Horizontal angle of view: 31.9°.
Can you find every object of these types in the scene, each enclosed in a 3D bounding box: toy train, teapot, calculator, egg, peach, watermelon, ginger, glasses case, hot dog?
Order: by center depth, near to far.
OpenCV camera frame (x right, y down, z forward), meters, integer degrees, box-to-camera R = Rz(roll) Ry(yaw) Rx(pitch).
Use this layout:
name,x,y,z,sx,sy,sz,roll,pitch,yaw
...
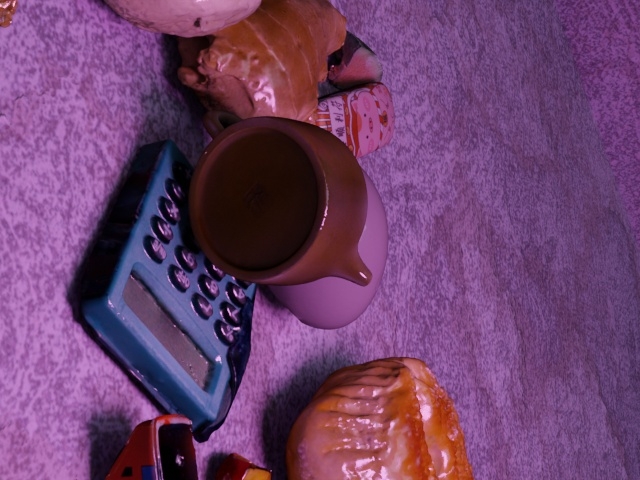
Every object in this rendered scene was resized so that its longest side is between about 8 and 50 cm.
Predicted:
name,x,y,z,sx,sy,sz,roll,pitch,yaw
toy train,-0.157,0.382,1.109,0.086,0.089,0.410,10,71,-65
calculator,-0.153,0.049,1.262,0.248,0.058,0.274,56,35,-38
teapot,-0.038,-0.050,1.267,0.268,0.185,0.175,52,19,20
peach,-0.092,0.276,1.300,0.083,0.050,0.077,-37,137,-49
egg,0.000,0.000,1.436,0.176,0.176,0.232,-26,113,-61
hot dog,0.086,0.339,1.470,0.367,0.196,0.366,-11,93,-67
ginger,-0.086,-0.268,1.475,0.236,0.166,0.375,31,22,-10
glasses case,0.045,-0.176,1.686,0.266,0.067,0.103,-32,115,-59
watermelon,0.051,-0.281,1.766,0.155,0.080,0.101,22,27,-55

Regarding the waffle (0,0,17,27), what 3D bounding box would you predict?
name,x,y,z,sx,sy,sz,roll,pitch,yaw
waffle,-0.293,-0.289,1.042,0.191,0.038,0.191,-174,-90,-78

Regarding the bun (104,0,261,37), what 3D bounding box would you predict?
name,x,y,z,sx,sy,sz,roll,pitch,yaw
bun,-0.169,-0.339,1.267,0.243,0.153,0.244,8,77,-36
